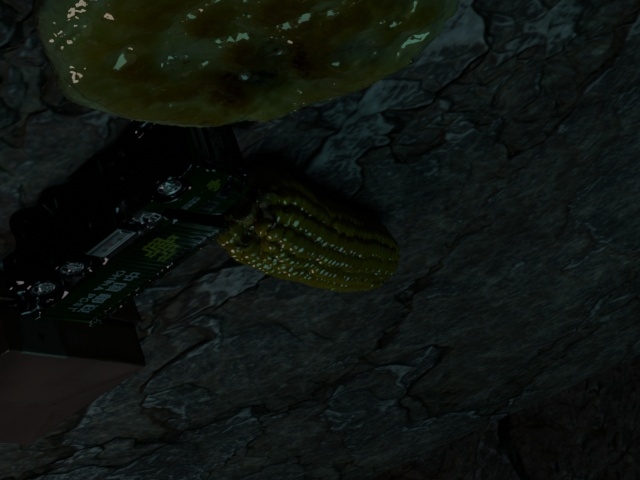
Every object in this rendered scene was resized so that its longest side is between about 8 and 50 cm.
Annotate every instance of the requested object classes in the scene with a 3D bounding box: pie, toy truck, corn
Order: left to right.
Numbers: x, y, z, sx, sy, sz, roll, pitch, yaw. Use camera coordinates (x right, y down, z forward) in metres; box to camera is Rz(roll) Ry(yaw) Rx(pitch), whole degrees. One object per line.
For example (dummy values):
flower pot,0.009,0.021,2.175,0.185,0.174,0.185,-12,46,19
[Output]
toy truck,-0.172,-0.020,1.093,0.259,0.088,0.121,-35,152,29
pie,-0.044,-0.171,0.891,0.337,0.075,0.337,-18,157,-8
corn,-0.004,0.002,1.267,0.102,0.102,0.313,-30,155,18

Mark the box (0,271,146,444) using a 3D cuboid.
box,-0.326,0.132,1.283,0.215,0.086,0.215,-33,154,24
